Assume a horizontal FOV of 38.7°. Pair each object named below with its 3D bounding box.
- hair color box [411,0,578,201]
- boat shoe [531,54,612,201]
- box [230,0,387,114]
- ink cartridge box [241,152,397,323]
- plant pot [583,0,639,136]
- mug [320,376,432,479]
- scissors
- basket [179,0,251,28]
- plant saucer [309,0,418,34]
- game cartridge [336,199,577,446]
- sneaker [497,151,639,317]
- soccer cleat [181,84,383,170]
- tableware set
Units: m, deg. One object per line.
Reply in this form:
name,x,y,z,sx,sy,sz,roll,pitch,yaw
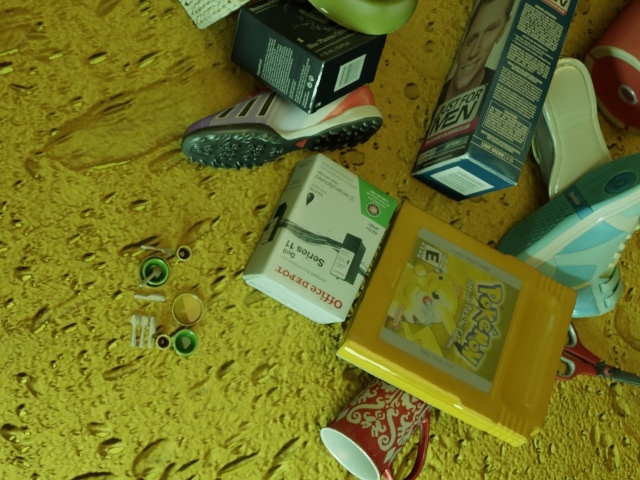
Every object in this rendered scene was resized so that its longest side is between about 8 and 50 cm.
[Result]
hair color box,0.279,-0.248,1.462,0.105,0.174,0.347,27,74,-19
boat shoe,0.416,-0.158,1.546,0.116,0.097,0.325,-19,112,-3
box,-0.017,-0.280,1.313,0.158,0.093,0.156,36,45,20
ink cartridge box,0.000,0.000,1.354,0.153,0.087,0.209,30,74,-19
plant pot,0.614,-0.324,1.591,0.243,0.275,0.275,-39,101,-12
mug,0.102,0.275,1.374,0.169,0.113,0.150,-45,128,-26
scissors,0.485,0.233,1.596,0.297,0.021,0.109,34,69,-19
basket,-0.134,-0.379,1.289,0.113,0.167,0.103,-37,105,-24
plant saucer,0.053,-0.409,1.295,0.240,0.037,0.241,13,65,-29
game cartridge,0.217,0.122,1.385,0.323,0.053,0.285,27,59,-3
sneaker,0.475,0.004,1.500,0.208,0.319,0.127,48,24,-20
soccer cleat,-0.063,-0.185,1.347,0.318,0.109,0.117,-13,71,-24
tableware set,-0.210,0.082,1.284,0.103,0.024,0.154,9,80,-24
